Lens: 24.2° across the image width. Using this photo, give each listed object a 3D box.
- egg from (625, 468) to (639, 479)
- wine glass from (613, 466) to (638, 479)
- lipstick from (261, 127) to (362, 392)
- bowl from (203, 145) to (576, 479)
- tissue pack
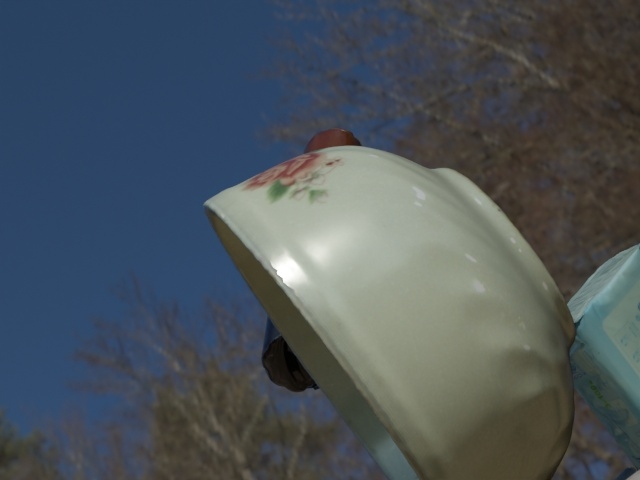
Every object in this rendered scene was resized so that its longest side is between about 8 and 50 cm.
[{"bbox_3d":[0.355,0.386,1.408,0.340,0.354,0.354,-33,-40,30],"label":"egg"},{"bbox_3d":[0.316,0.355,1.737,0.198,0.066,0.066,-49,-41,-8],"label":"wine glass"},{"bbox_3d":[0.000,0.000,1.469,0.077,0.418,0.077,3,-59,5],"label":"lipstick"},{"bbox_3d":[0.061,0.050,0.920,0.145,0.277,0.277,-38,-40,-7],"label":"bowl"},{"bbox_3d":[0.379,0.159,1.689,0.177,0.263,0.089,-41,7,-38],"label":"tissue pack"}]
